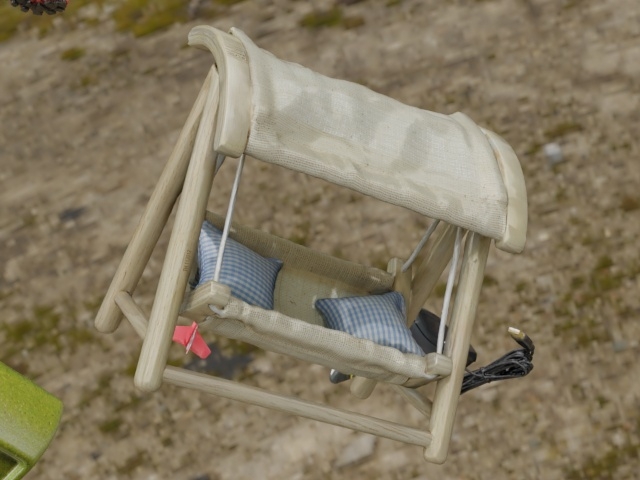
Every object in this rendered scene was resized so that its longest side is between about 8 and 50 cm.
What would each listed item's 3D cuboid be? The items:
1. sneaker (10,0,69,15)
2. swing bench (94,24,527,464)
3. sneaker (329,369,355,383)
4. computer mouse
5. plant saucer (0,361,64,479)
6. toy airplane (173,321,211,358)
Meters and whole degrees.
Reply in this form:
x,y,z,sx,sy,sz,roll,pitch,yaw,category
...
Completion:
x,y,z,sx,sy,sz,roll,pitch,yaw,category
-0.337,-0.329,1.463,0.088,0.225,0.092,-8,55,33,sneaker
0.000,0.000,1.073,0.253,0.254,0.165,17,7,-24,swing bench
0.048,0.143,1.646,0.083,0.031,0.035,-31,58,-19,sneaker
0.205,0.165,2.093,0.184,0.262,0.060,-22,51,23,computer mouse
-0.262,0.141,0.849,0.188,0.188,0.045,-45,49,-1,plant saucer
-0.151,0.091,1.886,0.151,0.151,0.028,-45,7,-34,toy airplane
